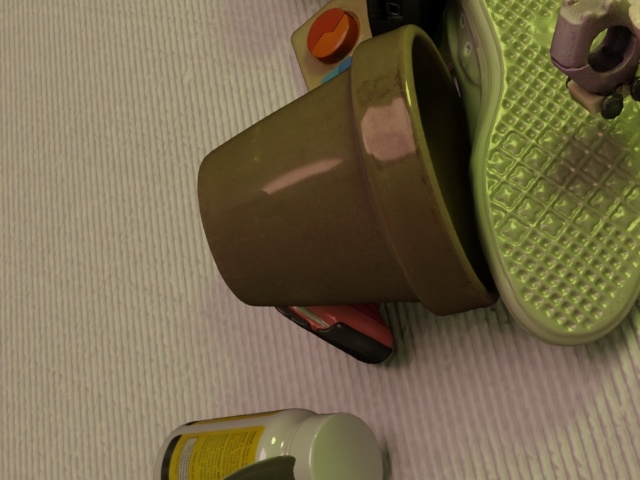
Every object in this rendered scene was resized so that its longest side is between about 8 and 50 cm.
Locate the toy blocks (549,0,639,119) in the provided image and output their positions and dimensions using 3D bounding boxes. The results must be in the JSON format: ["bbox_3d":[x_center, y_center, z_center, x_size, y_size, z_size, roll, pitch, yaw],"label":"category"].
[{"bbox_3d":[0.343,-0.209,1.163,0.289,0.260,0.309,-31,39,-8],"label":"toy blocks"}]

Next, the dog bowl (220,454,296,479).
[{"bbox_3d":[-0.001,0.343,1.205,0.102,0.349,0.348,-42,41,41],"label":"dog bowl"}]

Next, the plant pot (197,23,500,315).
[{"bbox_3d":[0.019,-0.038,1.418,0.229,0.263,0.263,-16,53,14],"label":"plant pot"}]

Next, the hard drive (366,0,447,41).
[{"bbox_3d":[0.098,-0.269,1.519,0.054,0.254,0.172,19,84,8],"label":"hard drive"}]

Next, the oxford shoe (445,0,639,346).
[{"bbox_3d":[0.201,-0.104,1.434,0.130,0.169,0.449,104,161,-61],"label":"oxford shoe"}]

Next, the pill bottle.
[{"bbox_3d":[-0.050,0.222,1.491,0.208,0.119,0.119,-13,58,42],"label":"pill bottle"}]

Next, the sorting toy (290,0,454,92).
[{"bbox_3d":[0.094,-0.249,1.692,0.307,0.041,0.229,-38,44,24],"label":"sorting toy"}]

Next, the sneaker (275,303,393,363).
[{"bbox_3d":[-0.001,0.000,1.581,0.136,0.116,0.314,-50,40,9],"label":"sneaker"}]
